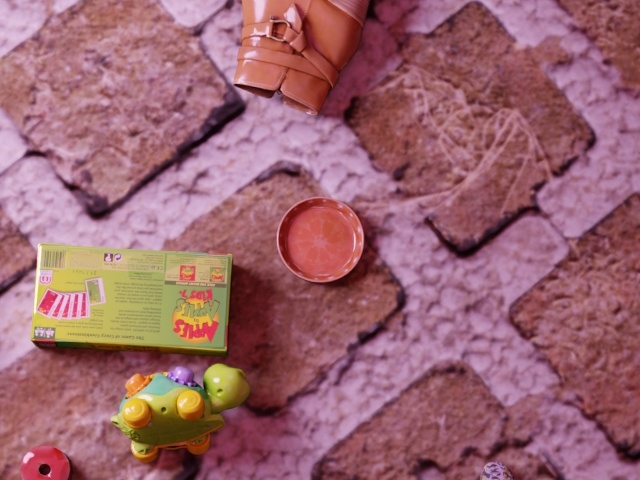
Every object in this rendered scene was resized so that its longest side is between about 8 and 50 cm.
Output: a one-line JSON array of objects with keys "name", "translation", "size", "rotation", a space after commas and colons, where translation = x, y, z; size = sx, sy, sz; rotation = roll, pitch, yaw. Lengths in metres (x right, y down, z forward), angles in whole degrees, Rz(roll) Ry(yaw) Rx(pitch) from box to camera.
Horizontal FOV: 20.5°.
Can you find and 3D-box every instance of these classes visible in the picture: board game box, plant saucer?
[{"name": "board game box", "translation": [-0.174, 0.056, 1.648], "size": [0.181, 0.043, 0.092], "rotation": [3, 78, -1]}, {"name": "plant saucer", "translation": [0.000, 0.000, 1.682], "size": [0.083, 0.013, 0.084], "rotation": [0, 78, -1]}]

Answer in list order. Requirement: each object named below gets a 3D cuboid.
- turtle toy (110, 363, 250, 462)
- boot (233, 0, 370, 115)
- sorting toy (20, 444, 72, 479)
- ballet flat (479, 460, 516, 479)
[{"name": "turtle toy", "translation": [-0.128, 0.150, 1.613], "size": [0.130, 0.095, 0.066], "rotation": [-9, 57, -5]}, {"name": "boot", "translation": [-0.057, -0.218, 1.698], "size": [0.197, 0.073, 0.152], "rotation": [22, 82, 5]}, {"name": "sorting toy", "translation": [-0.367, 0.247, 1.599], "size": [0.274, 0.046, 0.132], "rotation": [-39, 82, -9]}, {"name": "ballet flat", "translation": [0.170, 0.259, 1.622], "size": [0.041, 0.041, 0.114], "rotation": [-5, 78, -3]}]
